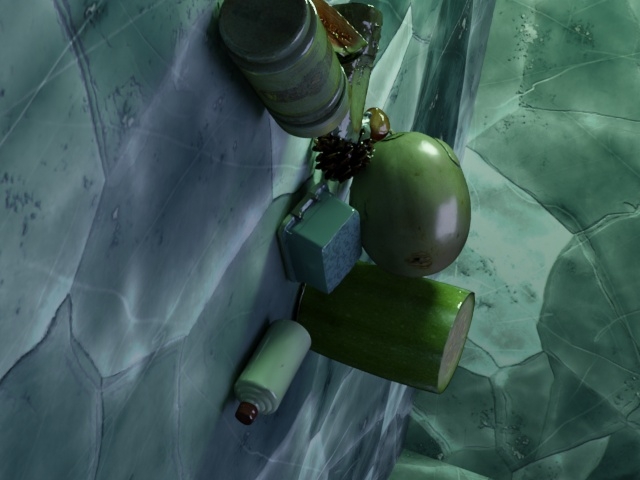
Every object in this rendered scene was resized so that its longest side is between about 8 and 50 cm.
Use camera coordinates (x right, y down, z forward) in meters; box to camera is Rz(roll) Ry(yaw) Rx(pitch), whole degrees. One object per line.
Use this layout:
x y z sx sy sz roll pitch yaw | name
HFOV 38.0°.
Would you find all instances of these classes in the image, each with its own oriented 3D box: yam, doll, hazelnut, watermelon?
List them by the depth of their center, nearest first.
-0.003 -0.370 1.669 0.087 0.163 0.069 -53 165 29 | watermelon
0.031 -0.319 1.778 0.154 0.153 0.255 2 99 -73 | yam
0.062 -0.217 2.113 0.094 0.079 0.180 32 87 -48 | doll
0.131 -0.279 2.273 0.086 0.086 0.086 16 90 -74 | hazelnut

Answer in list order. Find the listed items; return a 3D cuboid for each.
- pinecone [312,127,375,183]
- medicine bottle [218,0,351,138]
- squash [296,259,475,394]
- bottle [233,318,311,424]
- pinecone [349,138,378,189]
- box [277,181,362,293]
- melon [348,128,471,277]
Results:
0.042 -0.194 1.980 0.121 0.140 0.140 54 45 -26 | pinecone
-0.052 -0.292 1.517 0.322 0.151 0.151 49 58 -71 | medicine bottle
0.145 0.192 2.216 0.263 0.384 0.263 16 90 -71 | squash
-0.109 0.281 1.945 0.104 0.104 0.245 90 23 -43 | bottle
0.129 -0.168 2.232 0.165 0.162 0.163 35 70 -48 | pinecone
0.000 0.000 1.998 0.162 0.130 0.227 -49 153 -24 | box
0.194 -0.084 2.055 0.268 0.268 0.330 -37 121 -64 | melon
